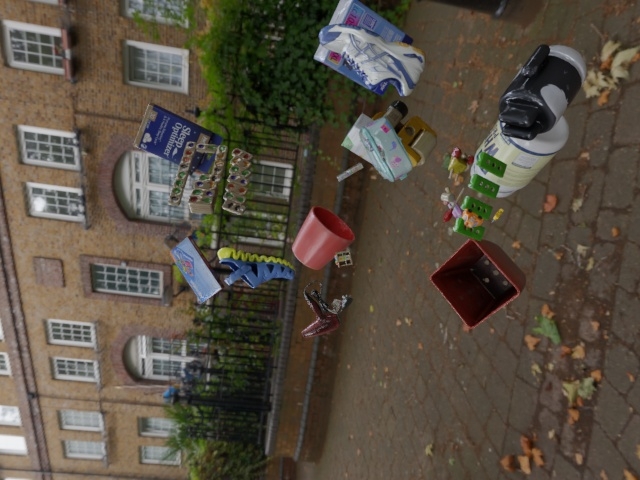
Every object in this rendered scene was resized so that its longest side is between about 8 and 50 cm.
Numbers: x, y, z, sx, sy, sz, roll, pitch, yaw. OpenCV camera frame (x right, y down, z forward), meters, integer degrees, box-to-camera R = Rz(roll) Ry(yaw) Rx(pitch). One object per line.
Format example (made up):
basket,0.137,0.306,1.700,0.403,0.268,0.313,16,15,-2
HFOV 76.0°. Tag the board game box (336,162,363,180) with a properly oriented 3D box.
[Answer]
board game box,0.163,-0.384,2.293,0.026,0.154,0.103,59,-173,-12

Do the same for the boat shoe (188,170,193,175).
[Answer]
boat shoe,-0.528,-0.290,1.641,0.049,0.042,0.133,-62,25,16

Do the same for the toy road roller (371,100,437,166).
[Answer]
toy road roller,0.384,-0.502,2.036,0.202,0.329,0.240,-51,4,-21

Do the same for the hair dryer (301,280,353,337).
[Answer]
hair dryer,-0.003,0.330,1.889,0.080,0.223,0.293,-82,16,-74

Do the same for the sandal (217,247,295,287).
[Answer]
sandal,-0.253,0.125,1.613,0.126,0.317,0.138,143,135,-65

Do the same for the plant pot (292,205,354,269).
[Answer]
plant pot,0.000,0.000,2.104,0.243,0.275,0.275,-52,18,20

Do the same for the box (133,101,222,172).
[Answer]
box,-0.422,-0.298,1.228,0.136,0.225,0.036,-59,26,21

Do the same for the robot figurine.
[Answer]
robot figurine,0.627,-0.422,1.174,0.278,0.173,0.209,-53,-5,-6

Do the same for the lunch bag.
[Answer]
lunch bag,0.229,-0.320,1.465,0.224,0.108,0.279,61,-172,-11

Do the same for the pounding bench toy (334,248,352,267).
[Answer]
pounding bench toy,0.091,0.069,1.668,0.083,0.065,0.052,-96,-6,-75

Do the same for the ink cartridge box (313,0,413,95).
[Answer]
ink cartridge box,0.212,-0.826,1.792,0.270,0.395,0.151,-61,33,20

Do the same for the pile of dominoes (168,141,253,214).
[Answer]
pile of dominoes,-0.284,-0.179,1.087,0.040,0.196,0.251,100,173,-55

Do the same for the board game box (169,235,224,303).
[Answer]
board game box,-0.564,0.133,1.861,0.145,0.281,0.027,-35,-3,23

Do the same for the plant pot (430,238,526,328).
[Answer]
plant pot,0.667,0.152,1.664,0.267,0.235,0.267,55,133,23

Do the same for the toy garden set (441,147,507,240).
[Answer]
toy garden set,0.432,-0.144,1.215,0.049,0.204,0.244,24,96,61

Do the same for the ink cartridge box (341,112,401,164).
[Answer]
ink cartridge box,0.224,-0.433,1.802,0.093,0.212,0.154,-62,7,-26

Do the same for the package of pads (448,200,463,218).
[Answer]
package of pads,0.473,-0.112,1.438,0.050,0.032,0.083,29,-145,-52

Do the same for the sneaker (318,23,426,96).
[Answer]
sneaker,0.129,-0.479,1.099,0.112,0.296,0.131,-78,6,-76

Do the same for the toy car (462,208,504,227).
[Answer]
toy car,0.417,-0.064,1.078,0.040,0.060,0.122,-46,0,-20

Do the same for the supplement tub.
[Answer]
supplement tub,0.731,-0.335,1.544,0.325,0.235,0.235,105,171,-60
